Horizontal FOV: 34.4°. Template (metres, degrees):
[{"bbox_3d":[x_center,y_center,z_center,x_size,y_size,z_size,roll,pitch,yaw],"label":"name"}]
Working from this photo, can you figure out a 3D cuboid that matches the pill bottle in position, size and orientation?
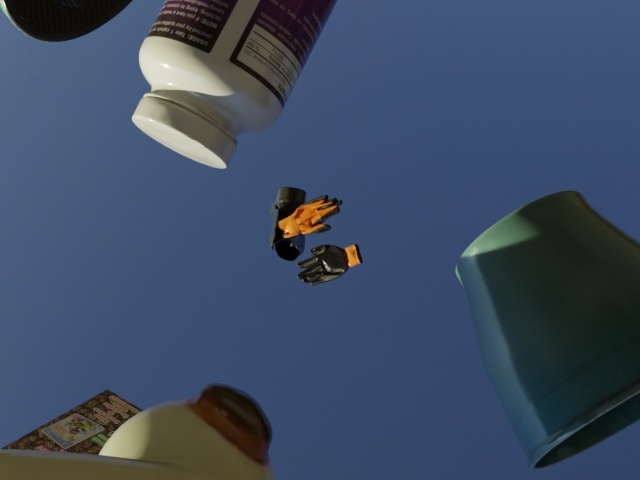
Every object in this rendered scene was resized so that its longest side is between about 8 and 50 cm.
[{"bbox_3d":[-0.095,-0.255,1.224,0.181,0.181,0.323,22,-100,25],"label":"pill bottle"}]

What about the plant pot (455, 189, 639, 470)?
[{"bbox_3d":[0.300,0.090,1.216,0.271,0.272,0.255,-21,-114,-19],"label":"plant pot"}]

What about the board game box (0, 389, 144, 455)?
[{"bbox_3d":[-0.298,0.342,1.155,0.141,0.232,0.291,26,-155,21],"label":"board game box"}]

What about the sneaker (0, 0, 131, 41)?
[{"bbox_3d":[-0.148,-0.271,0.871,0.295,0.124,0.178,-33,-150,-13],"label":"sneaker"}]

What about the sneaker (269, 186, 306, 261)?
[{"bbox_3d":[-0.044,-0.013,1.341,0.051,0.170,0.089,7,-106,-1],"label":"sneaker"}]

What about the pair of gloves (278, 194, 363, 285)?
[{"bbox_3d":[0.000,0.000,1.030,0.074,0.010,0.083,-25,-100,25],"label":"pair of gloves"}]

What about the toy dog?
[{"bbox_3d":[-0.185,0.285,0.899,0.395,0.284,0.408,37,-156,18],"label":"toy dog"}]
